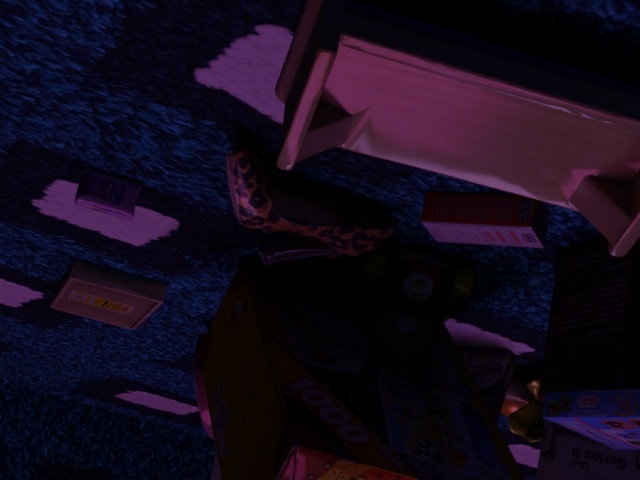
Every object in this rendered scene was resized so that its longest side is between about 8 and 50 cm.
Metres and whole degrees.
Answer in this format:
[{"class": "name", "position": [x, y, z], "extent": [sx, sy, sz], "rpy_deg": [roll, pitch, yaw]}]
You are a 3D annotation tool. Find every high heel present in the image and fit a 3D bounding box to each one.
[{"class": "high heel", "position": [-0.010, -0.058, 1.625], "extent": [0.186, 0.093, 0.261], "rpy_deg": [-10, 149, 8]}]

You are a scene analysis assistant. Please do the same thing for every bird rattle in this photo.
[{"class": "bird rattle", "position": [0.387, 0.284, 2.368], "extent": [0.206, 0.143, 0.253], "rpy_deg": [17, 178, 23]}]

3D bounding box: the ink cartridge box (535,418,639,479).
[{"class": "ink cartridge box", "position": [0.458, 0.296, 2.014], "extent": [0.211, 0.289, 0.121], "rpy_deg": [13, 162, -4]}]

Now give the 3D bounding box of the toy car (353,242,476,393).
[{"class": "toy car", "position": [0.119, 0.115, 1.844], "extent": [0.155, 0.188, 0.149], "rpy_deg": [13, 162, -4]}]

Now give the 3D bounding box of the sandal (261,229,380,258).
[{"class": "sandal", "position": [0.000, 0.000, 1.798], "extent": [0.180, 0.049, 0.072], "rpy_deg": [5, 161, 20]}]

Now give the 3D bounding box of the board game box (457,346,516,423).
[{"class": "board game box", "position": [0.143, 0.267, 2.260], "extent": [0.346, 0.208, 0.056], "rpy_deg": [2, 139, 26]}]

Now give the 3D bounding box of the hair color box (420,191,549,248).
[{"class": "hair color box", "position": [0.202, -0.025, 1.609], "extent": [0.141, 0.043, 0.072], "rpy_deg": [4, 160, 25]}]

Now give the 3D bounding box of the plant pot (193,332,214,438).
[{"class": "plant pot", "position": [-0.126, 0.263, 2.467], "extent": [0.180, 0.201, 0.201], "rpy_deg": [-8, 158, 8]}]

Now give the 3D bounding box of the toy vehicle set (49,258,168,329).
[{"class": "toy vehicle set", "position": [-0.385, 0.101, 2.358], "extent": [0.166, 0.035, 0.267], "rpy_deg": [17, 161, -15]}]

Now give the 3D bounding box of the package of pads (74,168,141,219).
[{"class": "package of pads", "position": [-0.289, -0.063, 1.787], "extent": [0.083, 0.050, 0.032], "rpy_deg": [16, 159, -14]}]

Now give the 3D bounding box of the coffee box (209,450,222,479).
[{"class": "coffee box", "position": [0.024, 0.438, 2.633], "extent": [0.337, 0.334, 0.338], "rpy_deg": [-7, 154, 43]}]

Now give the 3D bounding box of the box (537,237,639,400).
[{"class": "box", "position": [0.399, 0.115, 1.650], "extent": [0.167, 0.203, 0.168], "rpy_deg": [20, 161, -24]}]

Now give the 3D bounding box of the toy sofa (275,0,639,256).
[{"class": "toy sofa", "position": [0.148, -0.132, 1.210], "extent": [0.362, 0.177, 0.150], "rpy_deg": [15, 137, -8]}]

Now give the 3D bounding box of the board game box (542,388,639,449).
[{"class": "board game box", "position": [0.397, 0.214, 1.555], "extent": [0.160, 0.039, 0.211], "rpy_deg": [27, 157, -39]}]

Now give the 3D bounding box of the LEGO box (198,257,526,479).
[{"class": "LEGO box", "position": [0.049, 0.269, 1.903], "extent": [0.372, 0.193, 0.500], "rpy_deg": [18, -158, -20]}]
